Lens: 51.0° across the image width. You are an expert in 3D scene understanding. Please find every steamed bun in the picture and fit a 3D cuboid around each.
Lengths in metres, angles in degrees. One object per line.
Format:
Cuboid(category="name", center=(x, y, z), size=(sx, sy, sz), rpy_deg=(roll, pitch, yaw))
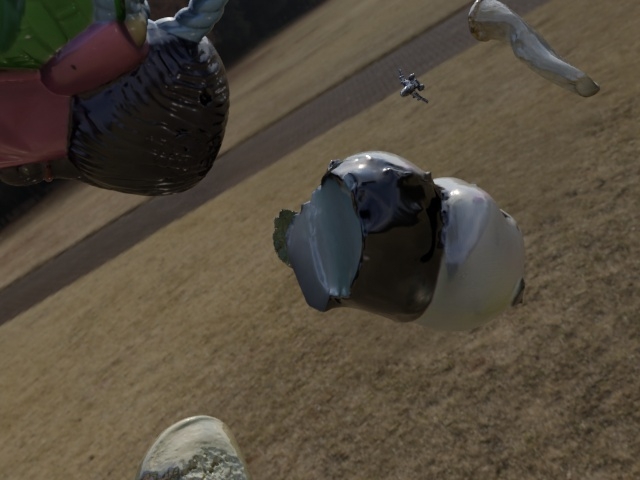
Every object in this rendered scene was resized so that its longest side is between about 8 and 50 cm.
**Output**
Cuboid(category="steamed bun", center=(-0.214, 0.408, 1.050), size=(0.170, 0.200, 0.226), rpy_deg=(-10, -40, -33))

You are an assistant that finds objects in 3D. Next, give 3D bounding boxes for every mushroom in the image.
Cuboid(category="mushroom", center=(0.259, -0.236, 0.831), size=(0.059, 0.202, 0.054), rpy_deg=(-3, -47, -49))

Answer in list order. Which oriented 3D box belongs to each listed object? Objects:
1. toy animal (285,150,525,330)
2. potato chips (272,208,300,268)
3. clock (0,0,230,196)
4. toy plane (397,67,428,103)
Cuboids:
Cuboid(category="toy animal", center=(0.076, 0.002, 0.563), size=(0.166, 0.179, 0.138), rpy_deg=(-159, 77, -72))
Cuboid(category="potato chips", center=(-0.004, 0.004, 1.528), size=(0.228, 0.167, 0.059), rpy_deg=(-7, -16, -41))
Cuboid(category="clock", center=(-0.138, -0.103, 0.353), size=(0.194, 0.195, 0.100), rpy_deg=(-63, 37, 38))
Cuboid(category="toy plane", center=(0.153, -0.259, 1.134), size=(0.031, 0.078, 0.083), rpy_deg=(-41, 3, 31))
